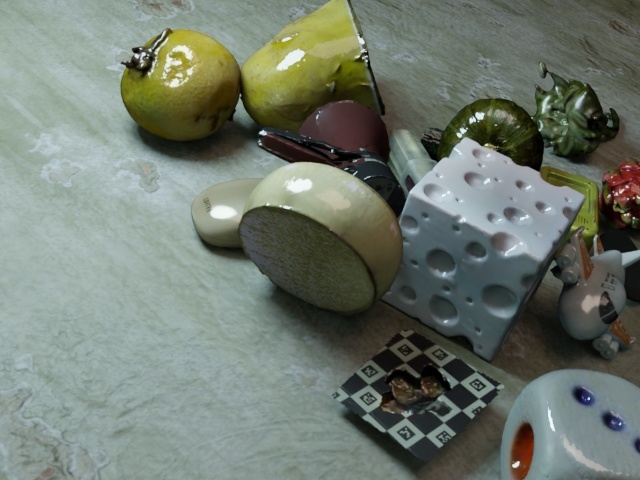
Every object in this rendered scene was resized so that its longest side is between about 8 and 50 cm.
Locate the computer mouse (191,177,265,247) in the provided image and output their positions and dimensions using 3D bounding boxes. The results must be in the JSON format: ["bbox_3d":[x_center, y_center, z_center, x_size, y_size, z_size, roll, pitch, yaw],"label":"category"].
[{"bbox_3d":[-0.117,-0.053,1.435,0.236,0.082,0.145,-3,42,-20],"label":"computer mouse"}]

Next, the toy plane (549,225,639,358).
[{"bbox_3d":[0.495,0.087,1.388,0.244,0.117,0.245,18,65,-44],"label":"toy plane"}]

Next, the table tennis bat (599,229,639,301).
[{"bbox_3d":[0.641,0.039,1.589,0.274,0.021,0.154,-17,72,-43],"label":"table tennis bat"}]

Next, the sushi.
[{"bbox_3d":[0.146,0.242,1.204,0.192,0.040,0.210,31,43,29],"label":"sushi"}]

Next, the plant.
[{"bbox_3d":[0.688,-0.309,1.945,0.333,0.180,0.251,0,52,-24],"label":"plant"}]

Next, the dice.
[{"bbox_3d":[0.363,0.306,1.076,0.191,0.194,0.193,14,37,-4],"label":"dice"}]

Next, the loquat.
[{"bbox_3d":[-0.284,-0.314,1.575,0.243,0.244,0.244,9,39,-8],"label":"loquat"}]

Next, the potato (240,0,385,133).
[{"bbox_3d":[-0.031,-0.372,1.738,0.295,0.290,0.397,-17,22,4],"label":"potato"}]

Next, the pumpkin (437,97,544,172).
[{"bbox_3d":[0.354,-0.185,1.638,0.223,0.224,0.157,22,13,8],"label":"pumpkin"}]

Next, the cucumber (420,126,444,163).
[{"bbox_3d":[0.334,-0.188,1.753,0.241,0.074,0.074,18,39,-2],"label":"cucumber"}]

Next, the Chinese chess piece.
[{"bbox_3d":[0.000,0.000,1.262,0.270,0.270,0.112,25,57,12],"label":"Chinese chess piece"}]

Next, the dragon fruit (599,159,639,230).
[{"bbox_3d":[0.678,-0.087,1.694,0.172,0.160,0.167,-23,85,-34],"label":"dragon fruit"}]

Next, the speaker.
[{"bbox_3d":[0.036,-0.157,1.402,0.259,0.198,0.329,50,7,-16],"label":"speaker"}]

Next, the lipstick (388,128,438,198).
[{"bbox_3d":[0.207,-0.138,1.643,0.077,0.079,0.253,1,42,-18],"label":"lipstick"}]

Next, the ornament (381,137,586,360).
[{"bbox_3d":[0.273,0.010,1.363,0.239,0.239,0.239,29,42,17],"label":"ornament"}]

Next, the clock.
[{"bbox_3d":[0.497,-0.055,1.627,0.143,0.096,0.202,21,40,3],"label":"clock"}]
